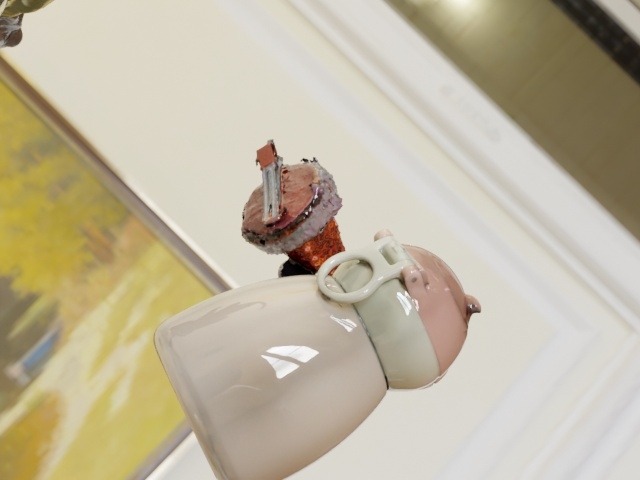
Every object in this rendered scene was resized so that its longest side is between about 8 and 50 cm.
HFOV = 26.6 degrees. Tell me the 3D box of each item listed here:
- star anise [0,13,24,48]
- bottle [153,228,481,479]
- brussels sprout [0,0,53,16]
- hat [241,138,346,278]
[{"bbox_3d":[-0.262,-0.301,1.098,0.139,0.315,0.359,-103,14,-50],"label":"star anise"},{"bbox_3d":[0.006,0.082,1.028,0.236,0.148,0.147,-25,-5,-8],"label":"bottle"},{"bbox_3d":[-0.183,-0.149,0.348,0.289,0.281,0.354,-51,41,-4],"label":"brussels sprout"},{"bbox_3d":[-0.003,0.000,1.644,0.129,0.227,0.140,-40,34,2],"label":"hat"}]
